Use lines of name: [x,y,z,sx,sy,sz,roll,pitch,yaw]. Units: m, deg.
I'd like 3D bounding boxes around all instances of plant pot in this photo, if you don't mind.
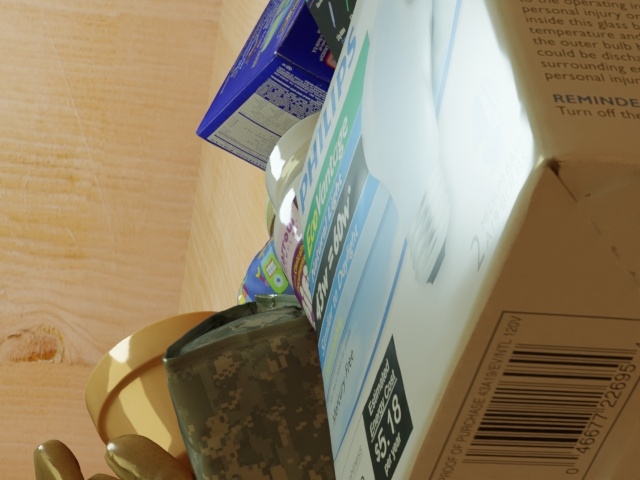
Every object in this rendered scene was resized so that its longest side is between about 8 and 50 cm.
plant pot: [-0.186,0.276,2.117,0.291,0.291,0.203,107,146,-41]

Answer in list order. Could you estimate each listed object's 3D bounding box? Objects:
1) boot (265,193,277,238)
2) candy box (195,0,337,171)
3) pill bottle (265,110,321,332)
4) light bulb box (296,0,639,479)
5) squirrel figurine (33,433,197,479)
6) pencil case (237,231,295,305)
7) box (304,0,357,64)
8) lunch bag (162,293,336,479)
boot: [-0.021,-0.017,1.893,0.213,0.077,0.165,118,154,-47]
candy box: [0.010,-0.231,1.502,0.268,0.122,0.317,-63,13,-17]
pill bottle: [0.059,0.019,1.175,0.301,0.169,0.169,-121,36,-47]
light bulb box: [0.141,-0.028,0.835,0.361,0.225,0.358,-99,19,-46]
squirrel figurine: [-0.131,0.399,1.717,0.397,0.370,0.281,37,124,42]
pencil case: [0.000,0.000,1.619,0.133,0.119,0.306,52,141,19]
box: [0.061,-0.273,1.202,0.270,0.165,0.143,63,163,5]
lunch bag: [-0.038,0.179,1.360,0.287,0.169,0.235,-119,12,-85]
